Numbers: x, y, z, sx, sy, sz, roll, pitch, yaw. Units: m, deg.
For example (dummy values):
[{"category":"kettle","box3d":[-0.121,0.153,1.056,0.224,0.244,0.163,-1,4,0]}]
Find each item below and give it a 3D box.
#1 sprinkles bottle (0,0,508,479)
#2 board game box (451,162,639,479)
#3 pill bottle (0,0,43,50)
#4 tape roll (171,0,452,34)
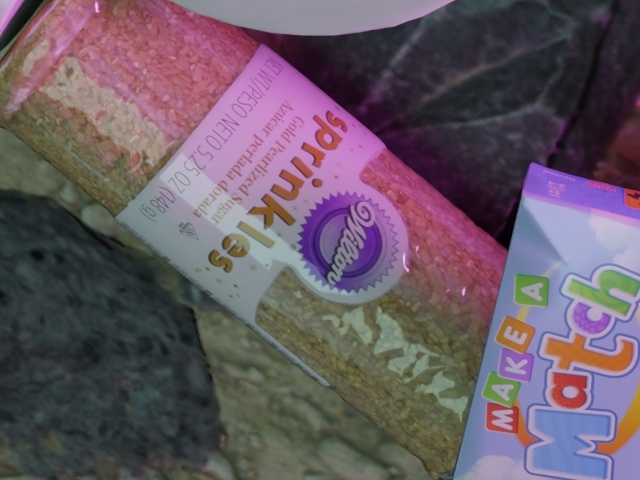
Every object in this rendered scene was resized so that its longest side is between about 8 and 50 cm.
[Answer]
[{"category":"sprinkles bottle","box3d":[0.000,0.000,0.976,0.355,0.121,0.121,39,129,-7]},{"category":"board game box","box3d":[0.178,0.066,0.876,0.211,0.039,0.160,14,119,7]},{"category":"pill bottle","box3d":[-0.239,-0.198,0.915,0.264,0.146,0.146,33,130,-3]},{"category":"tape roll","box3d":[-0.010,-0.234,0.826,0.286,0.100,0.286,11,127,15]}]
